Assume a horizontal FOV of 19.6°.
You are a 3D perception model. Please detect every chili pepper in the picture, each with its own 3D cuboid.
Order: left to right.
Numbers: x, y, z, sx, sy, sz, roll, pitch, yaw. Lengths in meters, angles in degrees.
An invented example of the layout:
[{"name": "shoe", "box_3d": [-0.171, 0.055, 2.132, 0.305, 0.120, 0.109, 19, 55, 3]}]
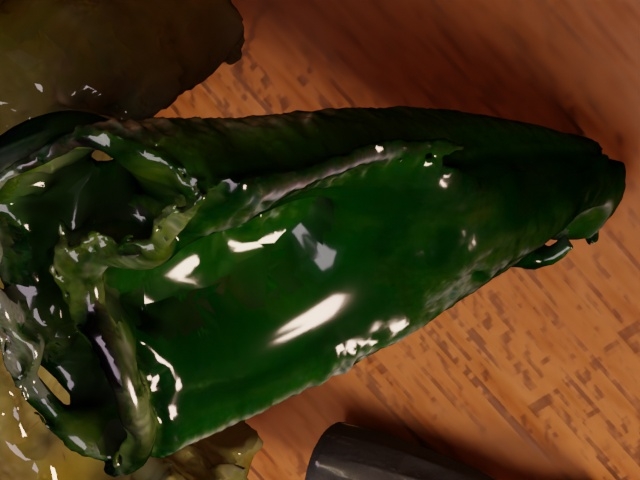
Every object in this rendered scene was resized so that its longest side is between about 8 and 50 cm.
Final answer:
[{"name": "chili pepper", "box_3d": [0.001, 0.002, 0.542, 0.062, 0.216, 0.108, 52, 138, 42]}]

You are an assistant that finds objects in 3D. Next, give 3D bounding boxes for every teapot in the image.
[{"name": "teapot", "box_3d": [0.051, 0.097, 0.675, 0.111, 0.043, 0.042, 10, 124, 21]}]

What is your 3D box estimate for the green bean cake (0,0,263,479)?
[{"name": "green bean cake", "box_3d": [-0.124, -0.012, 0.648, 0.233, 0.124, 0.236, 17, 126, 21]}]
